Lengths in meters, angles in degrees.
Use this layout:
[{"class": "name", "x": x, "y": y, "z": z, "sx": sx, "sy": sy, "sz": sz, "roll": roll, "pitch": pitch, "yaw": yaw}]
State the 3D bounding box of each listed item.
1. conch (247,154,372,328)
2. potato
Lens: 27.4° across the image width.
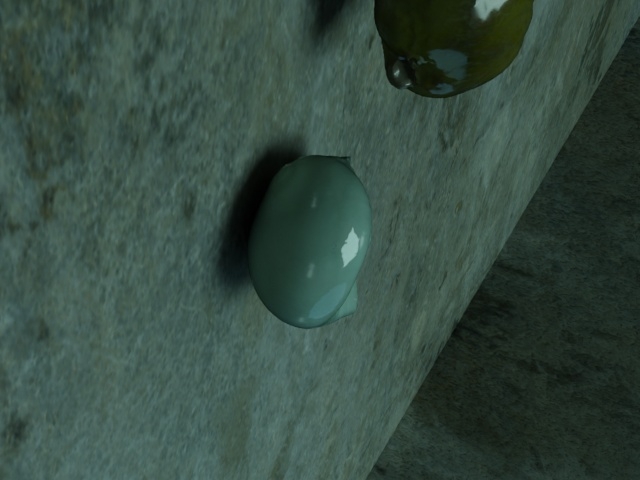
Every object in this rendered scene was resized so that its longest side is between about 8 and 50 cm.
[{"class": "conch", "x": -0.005, "y": -0.003, "z": 1.298, "sx": 0.221, "sy": 0.121, "sz": 0.185, "roll": 93, "pitch": 22, "yaw": -69}, {"class": "potato", "x": 0.148, "y": -0.296, "z": 1.194, "sx": 0.351, "sy": 0.202, "sz": 0.218, "roll": -66, "pitch": 166, "yaw": 0}]
